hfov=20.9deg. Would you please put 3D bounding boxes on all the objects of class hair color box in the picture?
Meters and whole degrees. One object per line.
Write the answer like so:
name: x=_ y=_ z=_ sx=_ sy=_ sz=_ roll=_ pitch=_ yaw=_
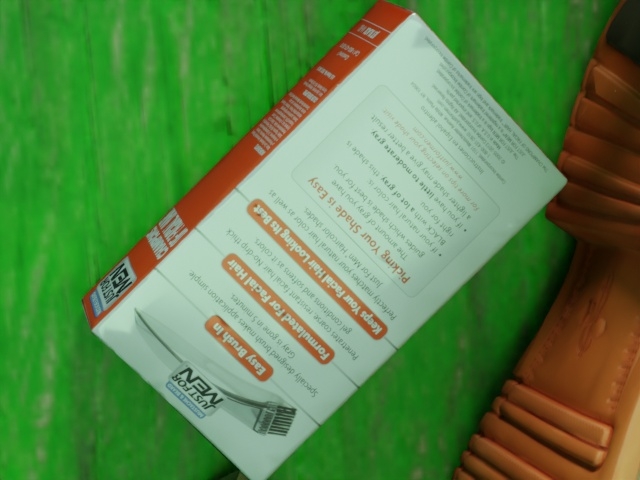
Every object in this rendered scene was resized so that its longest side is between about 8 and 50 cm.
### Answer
hair color box: x=0.000 y=0.000 z=0.666 sx=0.167 sy=0.053 sz=0.093 roll=-45 pitch=108 yaw=0

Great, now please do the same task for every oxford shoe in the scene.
oxford shoe: x=0.142 y=0.080 z=0.678 sx=0.132 sy=0.130 sz=0.364 roll=14 pitch=100 yaw=-20

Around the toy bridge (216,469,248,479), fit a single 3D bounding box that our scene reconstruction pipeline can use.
toy bridge: x=-0.069 y=0.170 z=0.645 sx=0.026 sy=0.188 sz=0.063 roll=42 pitch=135 yaw=-18
